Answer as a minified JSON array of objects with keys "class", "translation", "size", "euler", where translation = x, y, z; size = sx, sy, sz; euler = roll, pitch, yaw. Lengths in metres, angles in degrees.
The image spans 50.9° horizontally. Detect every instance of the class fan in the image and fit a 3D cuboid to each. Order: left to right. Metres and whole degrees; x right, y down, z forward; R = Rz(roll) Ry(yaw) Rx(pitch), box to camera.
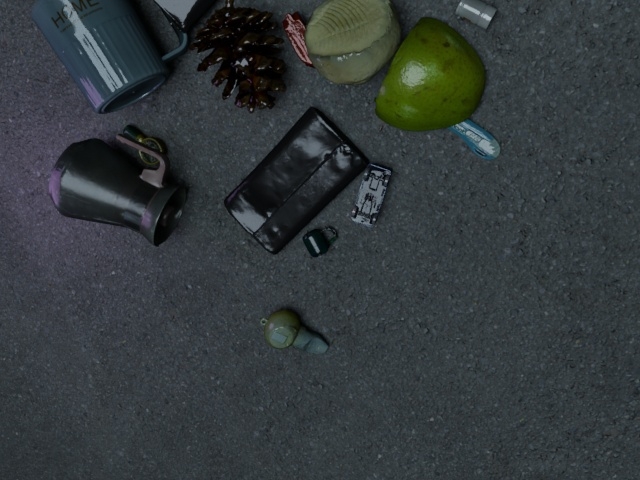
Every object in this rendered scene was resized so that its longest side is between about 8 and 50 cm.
[{"class":"fan","translation":[-0.533,-0.296,2.040],"size":[0.155,0.039,0.082],"euler":[40,114,6]}]

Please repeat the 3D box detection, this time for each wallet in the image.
[{"class":"wallet","translation":[-0.340,-0.693,1.815],"size":[0.250,0.044,0.149],"euler":[-41,105,11]},{"class":"wallet","translation":[-0.077,-0.163,1.912],"size":[0.228,0.062,0.406],"euler":[46,114,1]}]

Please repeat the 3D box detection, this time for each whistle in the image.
[{"class":"whistle","translation":[-0.080,0.280,2.036],"size":[0.223,0.123,0.122],"euler":[24,113,-12]}]

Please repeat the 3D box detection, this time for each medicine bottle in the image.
[{"class":"medicine bottle","translation":[0.380,-0.559,1.645],"size":[0.089,0.057,0.057],"euler":[30,113,8]}]

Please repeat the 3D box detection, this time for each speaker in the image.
[{"class":"speaker","translation":[0.001,-0.001,1.945],"size":[0.095,0.060,0.075],"euler":[-29,96,-12]}]

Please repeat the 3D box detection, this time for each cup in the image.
[{"class":"cup","translation":[-0.577,-0.557,1.893],"size":[0.257,0.331,0.311],"euler":[-20,102,57]}]

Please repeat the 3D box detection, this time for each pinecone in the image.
[{"class":"pinecone","translation":[-0.210,-0.482,1.777],"size":[0.244,0.244,0.309],"euler":[-15,111,22]}]

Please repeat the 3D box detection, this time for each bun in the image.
[{"class":"bun","translation":[0.090,-0.499,1.692],"size":[0.260,0.259,0.152],"euler":[-10,147,15]}]

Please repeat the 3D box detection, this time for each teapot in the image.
[{"class":"teapot","translation":[-0.589,-0.159,1.997],"size":[0.344,0.253,0.300],"euler":[24,113,3]}]

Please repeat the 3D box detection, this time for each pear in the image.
[{"class":"pear","translation":[0.286,-0.388,1.677],"size":[0.239,0.139,0.288],"euler":[28,106,4]}]

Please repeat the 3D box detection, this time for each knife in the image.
[{"class":"knife","translation":[0.369,-0.285,1.742],"size":[0.222,0.031,0.064],"euler":[36,113,6]}]

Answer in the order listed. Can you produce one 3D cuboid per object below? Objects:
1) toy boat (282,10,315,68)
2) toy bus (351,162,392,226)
[{"class":"toy boat","translation":[-0.039,-0.528,1.796],"size":[0.069,0.059,0.172],"euler":[-27,102,24]},{"class":"toy bus","translation":[0.144,-0.125,1.843],"size":[0.073,0.076,0.167],"euler":[21,109,10]}]
